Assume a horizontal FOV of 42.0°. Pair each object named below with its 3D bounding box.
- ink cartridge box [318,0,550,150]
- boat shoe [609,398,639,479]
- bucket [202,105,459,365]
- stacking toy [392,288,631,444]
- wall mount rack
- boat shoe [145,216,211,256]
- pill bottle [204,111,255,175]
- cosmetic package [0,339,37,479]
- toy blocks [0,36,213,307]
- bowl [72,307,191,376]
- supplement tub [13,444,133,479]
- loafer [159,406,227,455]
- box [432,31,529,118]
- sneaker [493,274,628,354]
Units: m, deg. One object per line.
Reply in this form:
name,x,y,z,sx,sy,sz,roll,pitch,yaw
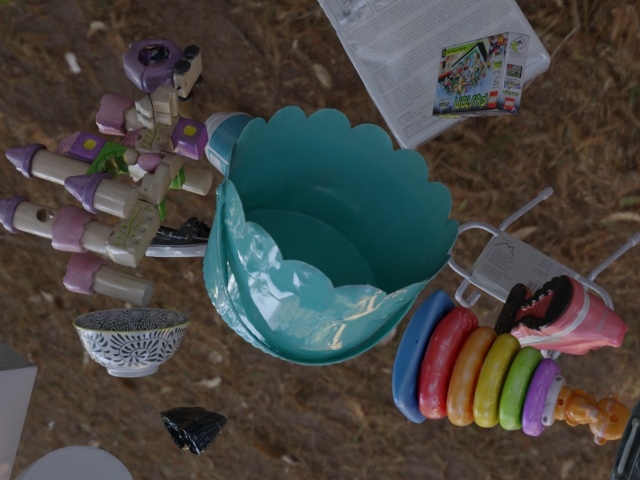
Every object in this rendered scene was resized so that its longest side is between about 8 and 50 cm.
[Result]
ink cartridge box,0.193,-0.403,1.551,0.308,0.091,0.385,-31,84,6
boat shoe,0.367,0.327,0.929,0.119,0.121,0.335,40,121,59
bucket,0.000,0.000,0.981,0.281,0.281,0.183,33,135,4
stacking toy,0.263,0.195,1.113,0.302,0.175,0.166,15,163,26
wall mount rack,0.429,0.046,1.591,0.350,0.304,0.130,34,179,32
boat shoe,-0.242,-0.007,1.568,0.229,0.080,0.076,-1,89,40
pill bottle,-0.166,-0.198,1.883,0.264,0.146,0.146,42,143,41
cosmetic package,-0.360,0.215,0.832,0.099,0.060,0.239,25,104,34
toy blocks,-0.329,-0.114,1.189,0.260,0.288,0.309,18,148,8
bowl,-0.276,0.153,1.229,0.170,0.170,0.080,4,98,27
supplement tub,-0.464,0.525,1.519,0.241,0.241,0.331,36,141,1
loafer,-0.194,0.281,1.266,0.170,0.061,0.062,3,121,59
box,0.240,-0.247,1.272,0.036,0.207,0.114,6,93,-20
sneaker,0.376,0.143,1.338,0.136,0.115,0.314,28,170,-4
